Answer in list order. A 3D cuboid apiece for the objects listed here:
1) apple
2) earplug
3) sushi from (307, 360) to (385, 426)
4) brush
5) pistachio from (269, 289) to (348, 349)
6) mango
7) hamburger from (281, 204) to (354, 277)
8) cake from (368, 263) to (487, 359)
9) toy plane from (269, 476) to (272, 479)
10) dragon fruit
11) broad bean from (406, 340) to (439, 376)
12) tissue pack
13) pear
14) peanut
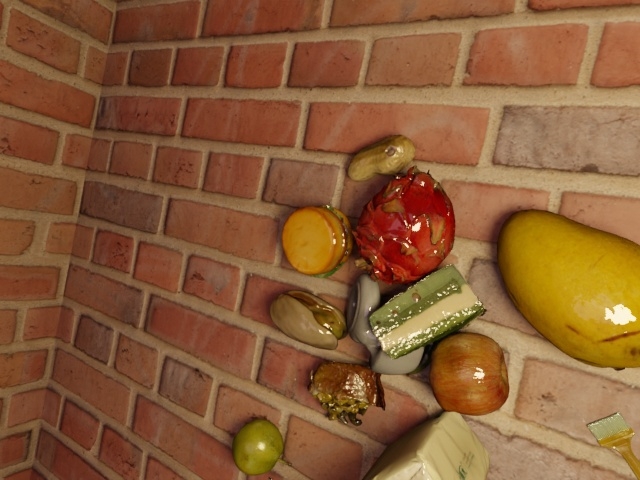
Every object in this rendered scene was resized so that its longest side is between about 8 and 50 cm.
[{"bbox_3d":[0.390,0.349,1.138,0.188,0.211,0.210,-9,81,30],"label":"apple"},{"bbox_3d":[0.174,0.248,1.289,0.325,0.175,0.214,59,151,33],"label":"earplug"},{"bbox_3d":[0.079,0.473,1.349,0.297,0.167,0.179,-1,63,24],"label":"sushi"},{"bbox_3d":[0.743,0.523,1.034,0.083,0.011,0.205,-37,70,22],"label":"brush"},{"bbox_3d":[-0.047,0.267,1.431,0.288,0.166,0.197,29,138,30],"label":"pistachio"},{"bbox_3d":[0.610,0.094,1.031,0.301,0.221,0.445,-45,62,22],"label":"mango"},{"bbox_3d":[0.000,-0.002,1.422,0.246,0.170,0.245,6,99,37],"label":"hamburger"},{"bbox_3d":[0.281,0.215,1.198,0.284,0.172,0.158,-30,67,-3],"label":"cake"},{"bbox_3d":[-0.163,0.899,1.518,0.049,0.031,0.120,-38,65,13],"label":"toy plane"},{"bbox_3d":[0.238,-0.029,1.231,0.277,0.277,0.342,46,104,25],"label":"dragon fruit"},{"bbox_3d":[0.313,0.313,1.287,0.069,0.039,0.226,32,102,34],"label":"broad bean"},{"bbox_3d":[0.251,0.626,1.099,0.297,0.380,0.207,-44,70,19],"label":"tissue pack"},{"bbox_3d":[-0.197,0.724,1.490,0.216,0.166,0.180,31,89,6],"label":"pear"},{"bbox_3d":[0.186,-0.252,1.370,0.237,0.110,0.120,-21,89,29],"label":"peanut"}]
